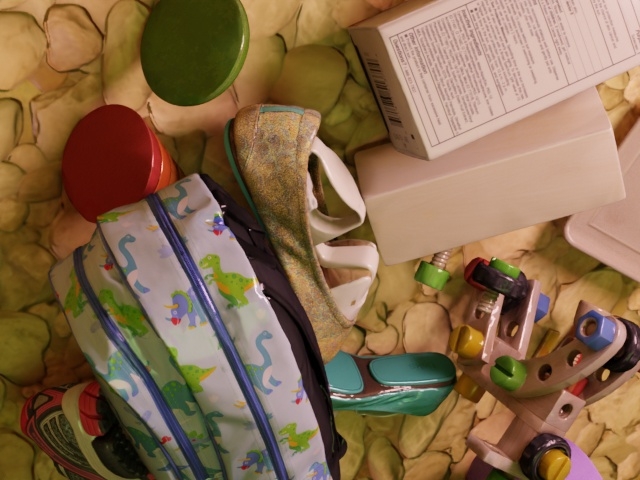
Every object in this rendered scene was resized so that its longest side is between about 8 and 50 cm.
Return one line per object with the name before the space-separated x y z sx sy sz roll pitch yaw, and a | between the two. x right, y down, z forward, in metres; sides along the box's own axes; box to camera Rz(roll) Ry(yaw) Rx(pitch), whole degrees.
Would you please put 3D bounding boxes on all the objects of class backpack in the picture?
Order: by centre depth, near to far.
backpack | -0.114 0.103 1.597 0.273 0.290 0.355 -13 143 -15

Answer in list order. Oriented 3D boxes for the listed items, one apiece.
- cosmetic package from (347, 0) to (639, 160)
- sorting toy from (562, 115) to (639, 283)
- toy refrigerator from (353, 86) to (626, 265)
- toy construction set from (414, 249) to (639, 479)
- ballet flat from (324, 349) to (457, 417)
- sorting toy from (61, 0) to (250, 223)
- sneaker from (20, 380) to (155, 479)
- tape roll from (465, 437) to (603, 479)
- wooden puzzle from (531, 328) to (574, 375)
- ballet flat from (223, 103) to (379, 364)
cosmetic package | 0.197 -0.210 1.683 0.296 0.129 0.153 -23 103 -9
sorting toy | 0.387 -0.056 1.922 0.347 0.047 0.196 26 100 -33
toy refrigerator | 0.180 -0.072 1.754 0.269 0.094 0.102 -16 129 6
toy construction set | 0.240 0.169 1.859 0.309 0.257 0.237 21 95 -62
ballet flat | 0.039 0.172 1.878 0.247 0.083 0.087 4 128 -23
sorting toy | -0.108 -0.164 1.629 0.365 0.127 0.126 -54 147 13
sneaker | -0.219 0.244 1.798 0.112 0.121 0.299 -6 138 21
tape roll | 0.268 0.378 1.968 0.090 0.275 0.275 -8 120 -20
wooden puzzle | 0.305 0.159 2.022 0.116 0.014 0.078 29 103 -33
ballet flat | 0.000 0.000 1.719 0.123 0.123 0.349 -26 129 -8
